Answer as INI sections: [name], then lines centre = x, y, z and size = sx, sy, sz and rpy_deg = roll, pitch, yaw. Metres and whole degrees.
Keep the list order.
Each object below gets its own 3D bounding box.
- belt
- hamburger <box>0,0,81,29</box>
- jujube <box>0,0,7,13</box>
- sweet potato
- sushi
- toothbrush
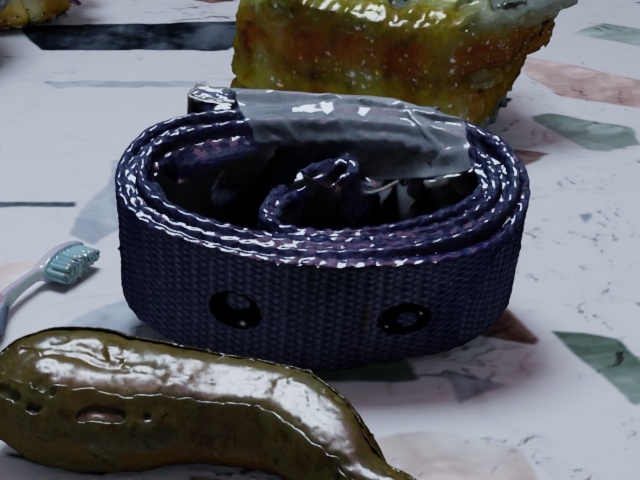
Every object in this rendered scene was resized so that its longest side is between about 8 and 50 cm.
[belt]
centre = 0.000, 0.000, 0.855
size = 0.230, 0.126, 0.140
rpy_deg = 1, 48, -2
[hamburger]
centre = -0.300, -0.258, 1.446
size = 0.189, 0.093, 0.164
rpy_deg = 11, 28, 25
[jujube]
centre = -0.394, -0.223, 1.223
size = 0.226, 0.226, 0.317
rpy_deg = 11, 25, 21
[sweet potato]
centre = -0.057, 0.090, 0.731
size = 0.233, 0.062, 0.081
rpy_deg = 11, 41, 13
[sushi]
centre = 0.062, -0.155, 1.176
size = 0.274, 0.139, 0.184
rpy_deg = 17, 32, 26
[toothbrush]
centre = -0.198, 0.056, 0.843
size = 0.027, 0.021, 0.269
rpy_deg = 4, 25, 21
